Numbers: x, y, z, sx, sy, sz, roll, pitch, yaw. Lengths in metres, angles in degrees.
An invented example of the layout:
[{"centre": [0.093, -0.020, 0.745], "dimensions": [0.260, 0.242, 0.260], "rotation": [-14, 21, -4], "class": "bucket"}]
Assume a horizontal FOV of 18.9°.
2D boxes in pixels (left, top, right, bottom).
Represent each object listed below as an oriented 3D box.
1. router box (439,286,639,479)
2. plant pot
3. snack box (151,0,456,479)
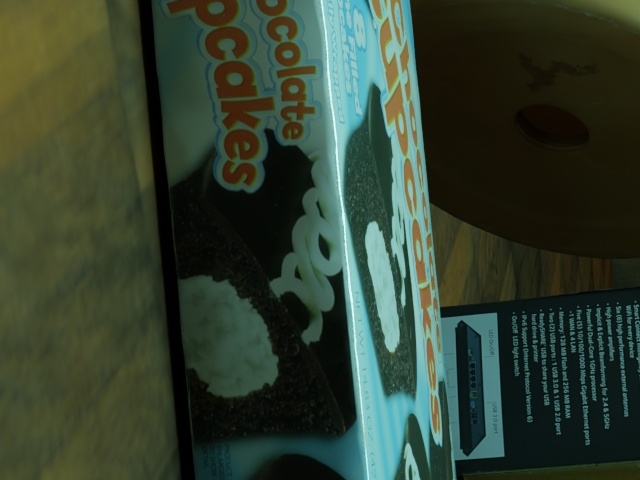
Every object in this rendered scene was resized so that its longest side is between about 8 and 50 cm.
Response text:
[{"centre": [0.156, 0.113, 0.919], "dimensions": [0.309, 0.243, 0.081], "rotation": [59, 27, -63], "class": "router box"}, {"centre": [0.134, -0.127, 0.926], "dimensions": [0.291, 0.291, 0.203], "rotation": [69, 36, -52], "class": "plant pot"}, {"centre": [0.000, 0.000, 0.664], "dimensions": [0.187, 0.060, 0.322], "rotation": [5, 79, -79], "class": "snack box"}]
